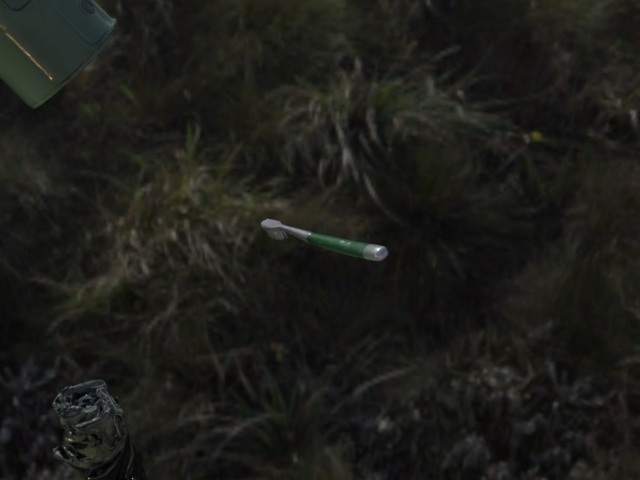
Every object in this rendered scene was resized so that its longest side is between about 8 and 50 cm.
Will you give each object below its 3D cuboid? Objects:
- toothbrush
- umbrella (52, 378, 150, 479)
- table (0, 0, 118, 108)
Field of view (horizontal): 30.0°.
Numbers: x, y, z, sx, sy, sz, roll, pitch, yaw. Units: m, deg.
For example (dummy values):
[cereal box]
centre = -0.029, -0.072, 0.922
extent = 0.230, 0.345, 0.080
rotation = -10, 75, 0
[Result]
[toothbrush]
centre = 0.000, 0.000, 1.316
extent = 0.018, 0.024, 0.257
rotation = -40, 24, -20
[umbrella]
centre = -0.285, 0.352, 1.692
extent = 0.106, 0.357, 0.113
rotation = -34, 40, -22
[table]
centre = -0.318, -0.250, 1.170
extent = 0.126, 0.220, 0.126
rotation = -37, 21, 17
